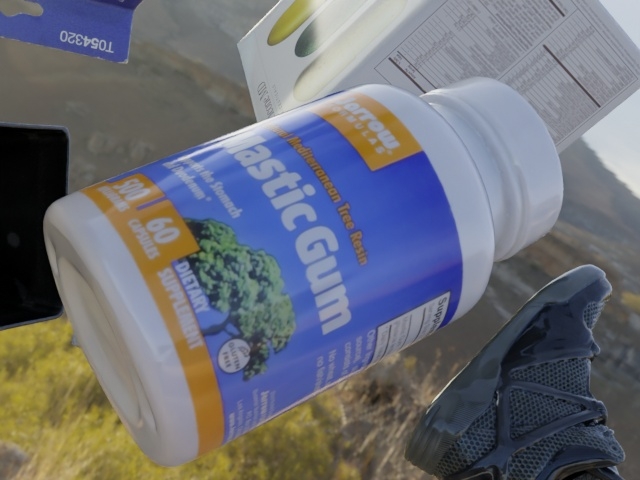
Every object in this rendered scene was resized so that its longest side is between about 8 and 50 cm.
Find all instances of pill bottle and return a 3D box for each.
[{"bbox_3d":[0.000,0.000,0.533,0.272,0.152,0.152,-25,41,-24],"label":"pill bottle"}]

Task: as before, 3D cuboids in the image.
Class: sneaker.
[{"bbox_3d":[0.172,0.114,0.675,0.130,0.087,0.227,37,50,16],"label":"sneaker"}]

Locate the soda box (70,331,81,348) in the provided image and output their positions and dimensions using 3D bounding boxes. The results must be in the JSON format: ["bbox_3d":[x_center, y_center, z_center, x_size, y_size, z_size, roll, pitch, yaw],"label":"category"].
[{"bbox_3d":[-0.117,0.059,0.764,0.183,0.058,0.063,-11,-30,36],"label":"soda box"}]

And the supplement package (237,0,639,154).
[{"bbox_3d":[0.096,-0.159,0.818,0.198,0.263,0.199,36,23,-33],"label":"supplement package"}]

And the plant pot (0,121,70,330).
[{"bbox_3d":[-0.356,-0.019,0.861,0.167,0.188,0.187,6,6,20],"label":"plant pot"}]

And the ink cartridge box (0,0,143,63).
[{"bbox_3d":[-0.353,-0.410,1.136,0.324,0.330,0.071,7,-3,-33],"label":"ink cartridge box"}]
